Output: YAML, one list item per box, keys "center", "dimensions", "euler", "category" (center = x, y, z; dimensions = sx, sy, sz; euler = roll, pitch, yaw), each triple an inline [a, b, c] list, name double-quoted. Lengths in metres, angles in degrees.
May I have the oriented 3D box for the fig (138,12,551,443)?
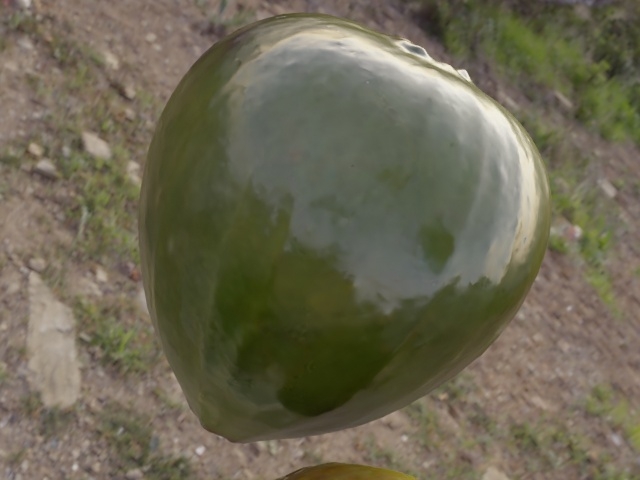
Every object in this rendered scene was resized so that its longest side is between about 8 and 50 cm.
- center: [0.000, 0.000, 0.851]
  dimensions: [0.316, 0.316, 0.316]
  euler: [17, 49, -21]
  category: "fig"

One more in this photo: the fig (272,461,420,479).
- center: [0.066, 0.204, 0.756]
  dimensions: [0.257, 0.159, 0.159]
  euler: [-12, 63, -17]
  category: "fig"
